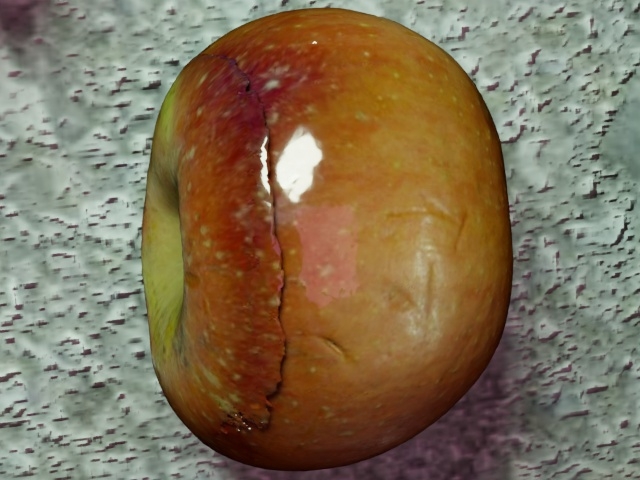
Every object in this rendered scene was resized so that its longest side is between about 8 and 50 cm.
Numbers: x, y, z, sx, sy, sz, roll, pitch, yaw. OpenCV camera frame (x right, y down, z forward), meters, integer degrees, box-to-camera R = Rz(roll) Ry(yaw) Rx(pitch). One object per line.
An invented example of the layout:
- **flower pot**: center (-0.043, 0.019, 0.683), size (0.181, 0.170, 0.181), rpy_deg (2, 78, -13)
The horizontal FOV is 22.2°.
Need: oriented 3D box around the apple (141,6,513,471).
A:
- **apple**: center (0.000, 0.000, 0.981), size (0.206, 0.251, 0.272), rpy_deg (-2, 79, -21)
